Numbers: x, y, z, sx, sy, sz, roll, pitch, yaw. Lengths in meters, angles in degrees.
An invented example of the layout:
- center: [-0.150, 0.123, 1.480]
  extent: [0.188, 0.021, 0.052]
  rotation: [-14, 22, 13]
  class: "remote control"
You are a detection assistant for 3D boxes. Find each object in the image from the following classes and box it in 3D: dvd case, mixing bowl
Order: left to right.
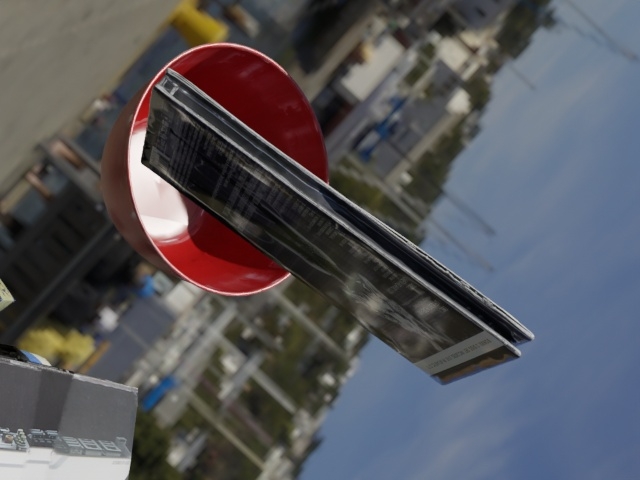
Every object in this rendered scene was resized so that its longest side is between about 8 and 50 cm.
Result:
- center: [-0.092, -0.046, 1.117]
  extent: [0.098, 0.181, 0.181]
  rotation: [-7, -146, 49]
  class: "mixing bowl"
- center: [0.000, 0.000, 0.813]
  extent: [0.018, 0.221, 0.164]
  rotation: [-53, -179, -14]
  class: "dvd case"

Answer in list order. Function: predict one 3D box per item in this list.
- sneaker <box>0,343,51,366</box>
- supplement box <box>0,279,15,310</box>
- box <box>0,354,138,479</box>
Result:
- center: [-0.230, 0.134, 1.242]
  extent: [0.058, 0.152, 0.084]
  rotation: [-54, 144, 6]
  class: "sneaker"
- center: [-0.360, 0.061, 1.522]
  extent: [0.083, 0.056, 0.083]
  rotation: [-36, 179, -3]
  class: "supplement box"
- center: [-0.193, 0.192, 0.614]
  extent: [0.242, 0.076, 0.307]
  rotation: [23, 70, -55]
  class: "box"
